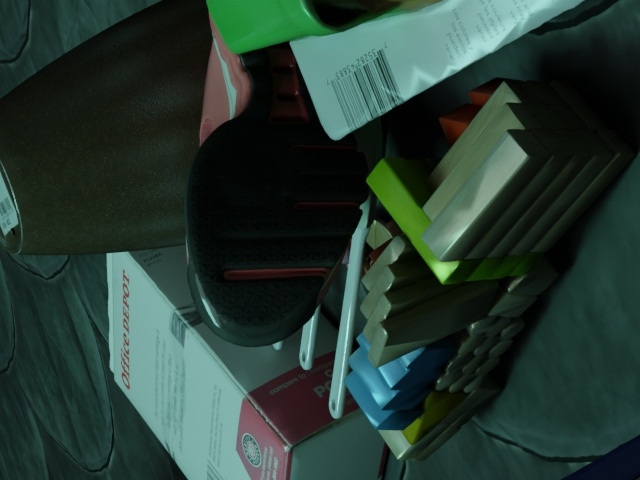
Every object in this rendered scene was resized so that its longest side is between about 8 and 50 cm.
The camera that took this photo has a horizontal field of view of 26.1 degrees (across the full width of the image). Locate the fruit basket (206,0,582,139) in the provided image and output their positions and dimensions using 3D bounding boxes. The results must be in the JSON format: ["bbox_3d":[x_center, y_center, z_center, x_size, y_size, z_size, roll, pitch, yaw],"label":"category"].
[{"bbox_3d":[0.047,-0.260,0.743,0.353,0.165,0.327,-27,91,43],"label":"fruit basket"}]

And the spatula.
[{"bbox_3d":[0.000,0.000,1.023,0.168,0.019,0.242,-137,50,-57],"label":"spatula"}]

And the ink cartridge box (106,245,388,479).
[{"bbox_3d":[-0.070,0.129,1.227,0.283,0.117,0.207,47,146,34],"label":"ink cartridge box"}]

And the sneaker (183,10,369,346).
[{"bbox_3d":[-0.030,-0.054,0.952,0.136,0.115,0.314,99,174,-58],"label":"sneaker"}]

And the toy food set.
[{"bbox_3d":[0.033,-0.001,1.058,0.122,0.019,0.078,41,143,33],"label":"toy food set"}]

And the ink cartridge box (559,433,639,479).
[{"bbox_3d":[0.241,0.270,0.617,0.151,0.270,0.396,-28,85,57],"label":"ink cartridge box"}]

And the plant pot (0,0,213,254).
[{"bbox_3d":[-0.160,-0.076,1.116,0.215,0.230,0.215,39,141,41],"label":"plant pot"}]

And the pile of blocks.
[{"bbox_3d":[0.062,0.019,0.882,0.113,0.149,0.362,55,150,27],"label":"pile of blocks"}]
